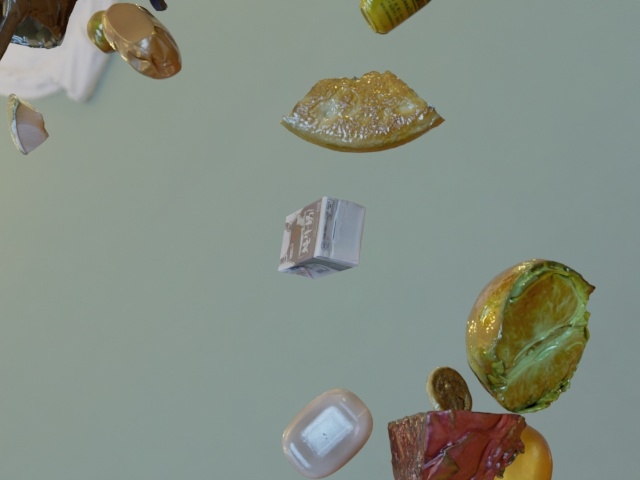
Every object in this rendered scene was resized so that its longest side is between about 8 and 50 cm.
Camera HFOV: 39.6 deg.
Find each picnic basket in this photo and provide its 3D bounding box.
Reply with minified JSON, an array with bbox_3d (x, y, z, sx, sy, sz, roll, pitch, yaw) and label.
[{"bbox_3d":[-0.673,-0.433,1.743,0.293,0.337,0.337,7,35,41],"label":"picnic basket"}]

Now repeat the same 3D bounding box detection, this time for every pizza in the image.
[{"bbox_3d":[0.091,-0.284,1.972,0.366,0.182,0.074,-7,-13,-2],"label":"pizza"}]

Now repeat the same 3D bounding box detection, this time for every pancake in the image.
[{"bbox_3d":[0.313,0.373,2.137,0.028,0.158,0.158,-34,2,39],"label":"pancake"}]

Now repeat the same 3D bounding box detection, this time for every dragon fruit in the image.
[{"bbox_3d":[0.235,0.363,1.458,0.205,0.151,0.317,1,-16,-6],"label":"dragon fruit"}]

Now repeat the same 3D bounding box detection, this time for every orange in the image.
[{"bbox_3d":[0.400,0.184,1.771,0.262,0.196,0.334,-51,-37,-22],"label":"orange"}]

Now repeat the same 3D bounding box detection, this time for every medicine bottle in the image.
[{"bbox_3d":[0.185,-0.452,1.508,0.261,0.064,0.095,-36,-39,1],"label":"medicine bottle"}]

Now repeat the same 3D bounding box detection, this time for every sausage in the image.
[{"bbox_3d":[-0.404,-0.454,2.009,0.120,0.241,0.136,-39,-34,-7],"label":"sausage"}]

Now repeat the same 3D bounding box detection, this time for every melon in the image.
[{"bbox_3d":[-0.805,-0.342,2.405,0.093,0.202,0.139,-19,-24,-16],"label":"melon"}]

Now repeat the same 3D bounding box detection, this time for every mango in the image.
[{"bbox_3d":[0.401,0.468,1.811,0.145,0.112,0.219,-14,35,21],"label":"mango"}]

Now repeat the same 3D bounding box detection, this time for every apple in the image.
[{"bbox_3d":[-0.556,-0.548,2.323,0.099,0.102,0.114,-46,5,6],"label":"apple"}]

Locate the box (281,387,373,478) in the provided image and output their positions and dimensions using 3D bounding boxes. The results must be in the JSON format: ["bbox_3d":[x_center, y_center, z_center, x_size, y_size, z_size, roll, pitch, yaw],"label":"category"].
[{"bbox_3d":[0.014,0.404,1.861,0.200,0.146,0.088,-43,-12,3],"label":"box"}]

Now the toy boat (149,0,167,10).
[{"bbox_3d":[-0.381,-0.567,2.071,0.038,0.038,0.083,-42,-27,-11],"label":"toy boat"}]

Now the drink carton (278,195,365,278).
[{"bbox_3d":[0.000,-0.001,1.914,0.222,0.102,0.134,157,122,-64],"label":"drink carton"}]
